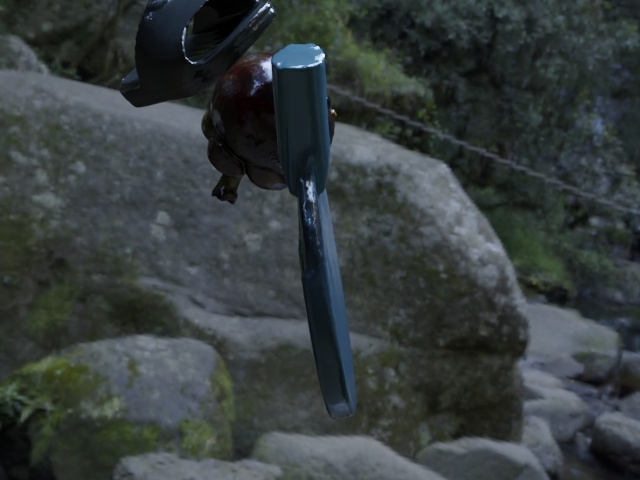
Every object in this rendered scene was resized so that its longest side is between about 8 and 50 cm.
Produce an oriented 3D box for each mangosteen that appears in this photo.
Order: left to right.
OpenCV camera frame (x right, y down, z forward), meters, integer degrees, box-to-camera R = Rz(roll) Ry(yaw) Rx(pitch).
[{"bbox_3d":[-0.073,-0.149,1.165,0.183,0.173,0.172,-14,-6,25],"label":"mangosteen"}]

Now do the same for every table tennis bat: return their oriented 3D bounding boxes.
[{"bbox_3d":[0.000,0.000,0.754,0.044,0.329,0.215,-6,37,3],"label":"table tennis bat"}]

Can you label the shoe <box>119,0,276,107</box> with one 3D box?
[{"bbox_3d":[-0.150,-0.204,0.944,0.241,0.108,0.093,-6,-50,53],"label":"shoe"}]
